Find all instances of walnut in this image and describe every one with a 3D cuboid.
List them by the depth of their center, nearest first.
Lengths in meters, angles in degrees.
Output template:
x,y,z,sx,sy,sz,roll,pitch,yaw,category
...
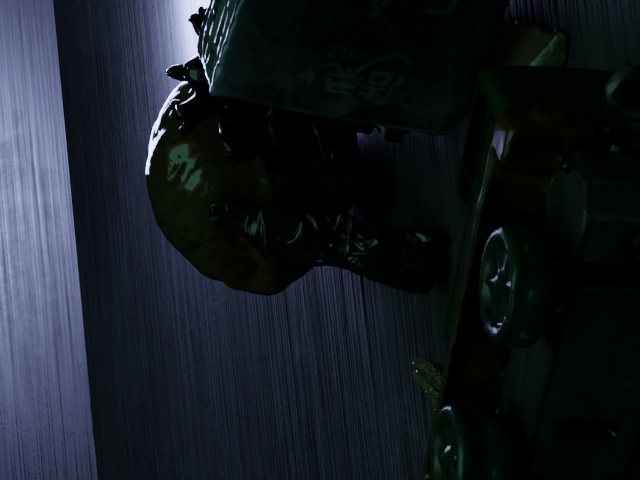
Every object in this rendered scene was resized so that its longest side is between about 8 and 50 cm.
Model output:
x,y,z,sx,sy,sz,roll,pitch,yaw,category
-0.075,-0.066,1.767,0.283,0.227,0.283,178,90,-81,walnut

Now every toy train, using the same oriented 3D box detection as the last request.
x,y,z,sx,sy,sz,roll,pitch,yaw,category
0.169,0.047,1.180,0.249,0.178,0.429,-105,21,-56,toy train

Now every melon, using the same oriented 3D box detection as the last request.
x,y,z,sx,sy,sz,roll,pitch,yaw,category
0.153,-0.142,1.387,0.182,0.054,0.098,-148,71,-66,melon

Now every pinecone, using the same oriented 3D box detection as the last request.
x,y,z,sx,sy,sz,roll,pitch,yaw,category
-0.010,-0.173,1.552,0.257,0.243,0.243,-54,32,11,pinecone

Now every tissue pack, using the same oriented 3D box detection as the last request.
x,y,z,sx,sy,sz,roll,pitch,yaw,category
0.051,-0.248,1.290,0.103,0.228,0.315,-113,36,-53,tissue pack

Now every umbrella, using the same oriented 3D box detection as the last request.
x,y,z,sx,sy,sz,roll,pitch,yaw,category
0.000,0.000,1.594,0.059,0.236,0.066,-1,-78,-75,umbrella

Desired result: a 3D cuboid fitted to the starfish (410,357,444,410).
x,y,z,sx,sy,sz,roll,pitch,yaw,category
0.137,0.181,1.480,0.240,0.043,0.227,-134,44,-63,starfish
